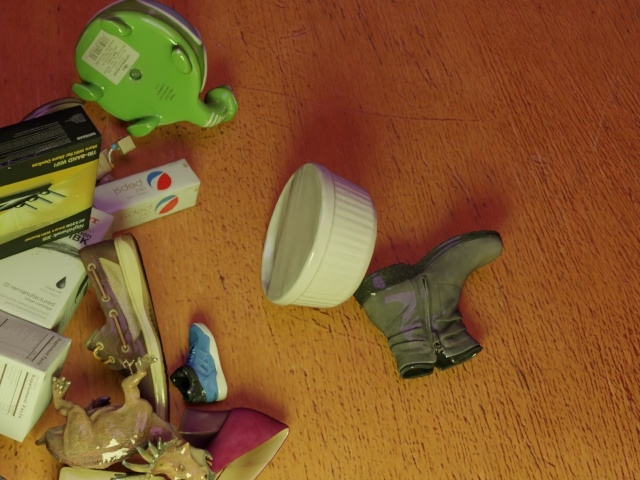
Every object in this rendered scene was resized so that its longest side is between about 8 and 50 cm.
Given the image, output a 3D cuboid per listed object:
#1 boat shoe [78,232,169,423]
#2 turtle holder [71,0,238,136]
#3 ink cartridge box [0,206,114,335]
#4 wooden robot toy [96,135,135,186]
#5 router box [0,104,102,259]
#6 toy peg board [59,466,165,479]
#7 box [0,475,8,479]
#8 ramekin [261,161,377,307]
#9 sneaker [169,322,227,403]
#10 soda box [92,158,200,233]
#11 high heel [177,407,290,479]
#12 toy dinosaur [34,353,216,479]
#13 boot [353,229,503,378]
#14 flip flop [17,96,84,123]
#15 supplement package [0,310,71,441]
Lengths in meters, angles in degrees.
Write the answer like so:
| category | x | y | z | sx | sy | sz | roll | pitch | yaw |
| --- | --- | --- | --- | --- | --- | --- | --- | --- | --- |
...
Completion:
| category | x | y | z | sx | sy | sz | roll | pitch | yaw |
| --- | --- | --- | --- | --- | --- | --- | --- | --- | --- |
| boat shoe | -0.331 | 0.163 | 1.879 | 0.123 | 0.123 | 0.342 | -13 | 85 | -7 |
| turtle holder | -0.318 | -0.359 | 2.252 | 0.320 | 0.243 | 0.227 | 11 | 33 | 2 |
| ink cartridge box | -0.502 | 0.044 | 1.952 | 0.197 | 0.114 | 0.273 | 22 | 48 | -1 |
| wooden robot toy | -0.421 | -0.129 | 2.164 | 0.173 | 0.076 | 0.079 | -41 | 108 | -37 |
| router box | -0.514 | -0.070 | 1.804 | 0.309 | 0.243 | 0.081 | -22 | 62 | -31 |
| toy peg board | -0.330 | 0.443 | 1.734 | 0.161 | 0.079 | 0.160 | 8 | 67 | -10 |
| box | -0.653 | 0.381 | 1.569 | 0.395 | 0.097 | 0.318 | 32 | 76 | 9 |
| ramekin | 0.000 | 0.000 | 2.064 | 0.127 | 0.273 | 0.273 | 16 | 49 | -21 |
| sneaker | -0.222 | 0.212 | 1.948 | 0.085 | 0.058 | 0.152 | -4 | 60 | -31 |
| soda box | -0.338 | -0.080 | 2.130 | 0.216 | 0.074 | 0.069 | -22 | 62 | -31 |
| high heel | -0.149 | 0.406 | 1.755 | 0.181 | 0.127 | 0.377 | 6 | 43 | -1 |
| toy dinosaur | -0.321 | 0.304 | 1.714 | 0.296 | 0.127 | 0.200 | -12 | 53 | 9 |
| boot | 0.248 | 0.128 | 2.148 | 0.338 | 0.118 | 0.222 | -24 | 66 | -19 |
| flip flop | -0.555 | -0.186 | 2.133 | 0.080 | 0.112 | 0.277 | 53 | 49 | -8 |
| supplement package | -0.543 | 0.192 | 1.781 | 0.244 | 0.134 | 0.139 | 22 | 20 | 0 |
